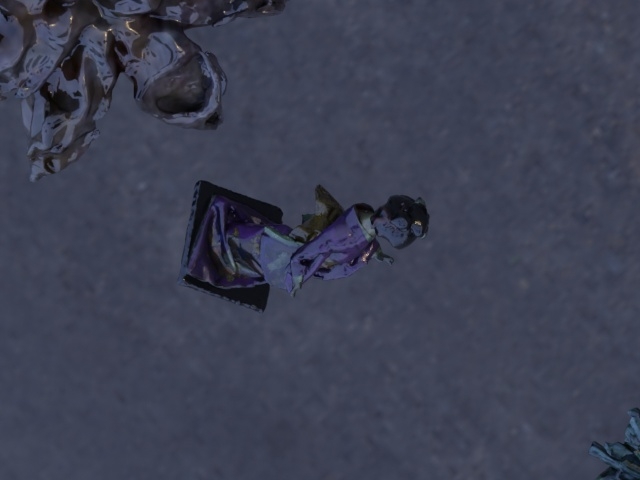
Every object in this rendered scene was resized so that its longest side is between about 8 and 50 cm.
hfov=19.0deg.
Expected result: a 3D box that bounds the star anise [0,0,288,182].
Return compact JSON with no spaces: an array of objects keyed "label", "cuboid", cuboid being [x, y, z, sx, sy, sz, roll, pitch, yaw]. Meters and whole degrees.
[{"label":"star anise","cuboid":[-0.162,-0.190,1.351,0.117,0.331,0.332,43,152,56]}]

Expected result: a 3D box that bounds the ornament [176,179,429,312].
[{"label":"ornament","cuboid":[0.004,0.002,1.319,0.203,0.081,0.088,-5,72,41]}]

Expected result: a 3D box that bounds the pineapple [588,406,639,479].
[{"label":"pineapple","cuboid":[0.280,0.182,1.249,0.221,0.103,0.083,30,158,35]}]
